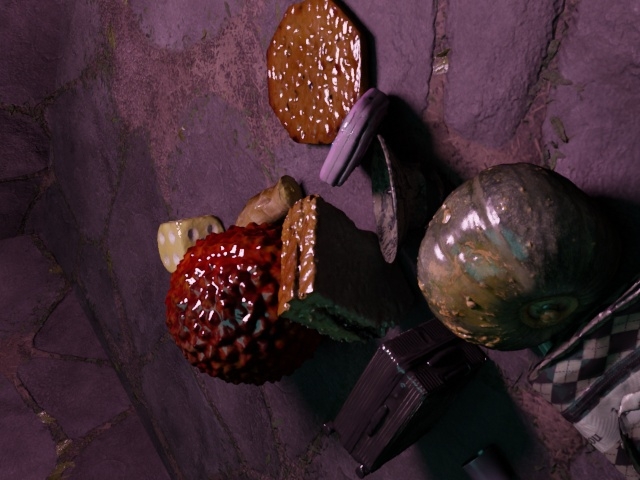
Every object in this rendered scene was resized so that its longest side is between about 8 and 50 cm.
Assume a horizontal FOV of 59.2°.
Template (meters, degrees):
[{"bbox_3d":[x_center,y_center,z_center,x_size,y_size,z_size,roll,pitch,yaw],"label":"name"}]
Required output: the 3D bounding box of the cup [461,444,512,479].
[{"bbox_3d":[0.354,0.493,1.203,0.077,0.078,0.100,53,168,18],"label":"cup"}]

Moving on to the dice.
[{"bbox_3d":[-0.419,0.010,1.843,0.166,0.169,0.170,-2,100,48],"label":"dice"}]

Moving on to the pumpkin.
[{"bbox_3d":[0.311,0.031,0.944,0.327,0.291,0.257,-44,37,31],"label":"pumpkin"}]

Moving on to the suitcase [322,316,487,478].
[{"bbox_3d":[0.177,0.334,1.224,0.152,0.229,0.335,46,132,28],"label":"suitcase"}]

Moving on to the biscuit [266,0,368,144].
[{"bbox_3d":[-0.015,-0.402,1.360,0.359,0.046,0.359,12,107,46],"label":"biscuit"}]

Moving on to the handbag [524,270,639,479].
[{"bbox_3d":[0.567,0.245,0.814,0.416,0.180,0.317,46,129,19],"label":"handbag"}]

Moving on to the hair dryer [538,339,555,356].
[{"bbox_3d":[0.433,0.224,1.049,0.198,0.057,0.100,57,138,12],"label":"hair dryer"}]

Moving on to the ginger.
[{"bbox_3d":[-0.150,-0.083,1.557,0.109,0.116,0.263,53,133,-1],"label":"ginger"}]

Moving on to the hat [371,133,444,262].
[{"bbox_3d":[0.183,-0.089,1.157,0.265,0.128,0.266,176,90,-89],"label":"hat"}]

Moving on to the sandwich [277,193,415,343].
[{"bbox_3d":[0.063,0.081,1.238,0.131,0.325,0.262,-32,43,39],"label":"sandwich"}]

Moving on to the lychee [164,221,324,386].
[{"bbox_3d":[-0.192,0.172,1.457,0.500,0.424,0.425,-47,66,46],"label":"lychee"}]

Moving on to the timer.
[{"bbox_3d":[0.076,-0.219,1.215,0.069,0.191,0.209,30,128,4],"label":"timer"}]
